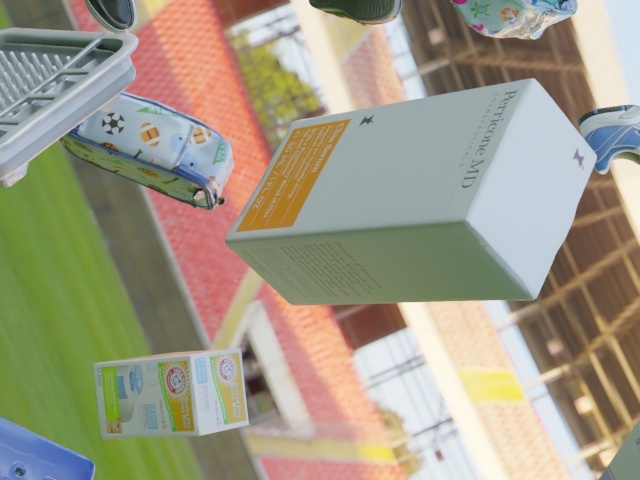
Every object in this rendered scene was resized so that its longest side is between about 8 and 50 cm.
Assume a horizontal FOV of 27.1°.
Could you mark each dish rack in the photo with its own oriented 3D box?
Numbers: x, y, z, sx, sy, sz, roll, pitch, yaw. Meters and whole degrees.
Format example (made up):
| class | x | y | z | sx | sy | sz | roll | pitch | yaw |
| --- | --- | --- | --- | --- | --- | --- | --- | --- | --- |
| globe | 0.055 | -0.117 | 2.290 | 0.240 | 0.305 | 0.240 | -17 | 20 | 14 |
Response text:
| class | x | y | z | sx | sy | sz | roll | pitch | yaw |
| --- | --- | --- | --- | --- | --- | --- | --- | --- | --- |
| dish rack | -0.394 | -0.161 | 1.620 | 0.332 | 0.285 | 0.072 | 12 | -45 | 42 |

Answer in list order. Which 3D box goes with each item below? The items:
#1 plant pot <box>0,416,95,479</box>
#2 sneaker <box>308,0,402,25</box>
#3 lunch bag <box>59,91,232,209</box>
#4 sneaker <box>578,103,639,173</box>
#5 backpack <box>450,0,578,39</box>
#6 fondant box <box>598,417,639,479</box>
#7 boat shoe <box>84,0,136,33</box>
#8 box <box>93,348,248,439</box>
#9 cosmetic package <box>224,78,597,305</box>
| class | x | y | z | sx | sy | sz | roll | pitch | yaw |
| --- | --- | --- | --- | --- | --- | --- | --- | --- | --- |
| plant pot | -0.394 | 0.314 | 1.336 | 0.236 | 0.236 | 0.212 | -48 | -158 | 40 |
| sneaker | 0.089 | -0.405 | 2.249 | 0.222 | 0.118 | 0.083 | 25 | -80 | 50 |
| lunch bag | -0.285 | -0.150 | 2.194 | 0.303 | 0.115 | 0.243 | 24 | -12 | 1 |
| sneaker | 0.445 | -0.136 | 1.716 | 0.080 | 0.211 | 0.081 | 35 | 49 | -74 |
| backpack | 0.310 | -0.449 | 2.188 | 0.191 | 0.253 | 0.225 | -36 | -106 | 42 |
| fondant box | 0.455 | 0.366 | 1.592 | 0.330 | 0.096 | 0.238 | -108 | -141 | -56 |
| boat shoe | -0.236 | -0.285 | 1.407 | 0.142 | 0.049 | 0.040 | 64 | -17 | -13 |
| box | -0.211 | 0.216 | 1.868 | 0.203 | 0.103 | 0.114 | -8 | -93 | 39 |
| cosmetic package | 0.107 | -0.051 | 1.738 | 0.453 | 0.230 | 0.161 | -5 | -41 | 47 |
